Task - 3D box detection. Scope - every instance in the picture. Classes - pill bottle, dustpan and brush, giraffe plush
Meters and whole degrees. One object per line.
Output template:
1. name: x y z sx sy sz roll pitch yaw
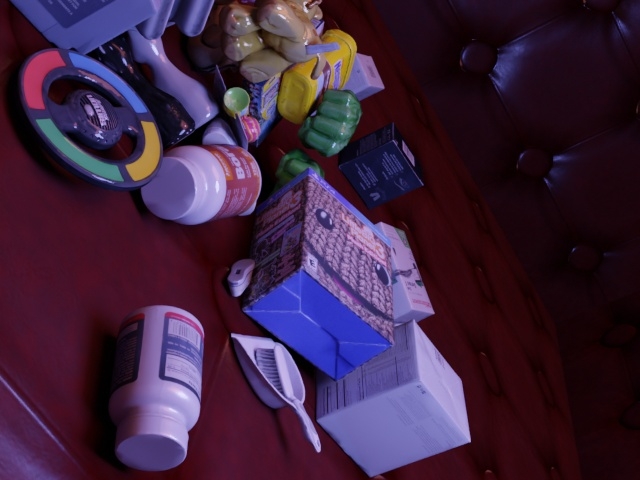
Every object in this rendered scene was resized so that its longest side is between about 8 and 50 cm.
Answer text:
1. pill bottle: -0.183 -0.087 1.422 0.121 0.121 0.216 65 20 1
2. dustpan and brush: -0.055 0.238 1.450 0.147 0.060 0.211 20 48 -63
3. pill bottle: -0.197 0.177 1.105 0.108 0.108 0.180 48 26 -38
4. giraffe plush: -0.065 -0.397 1.628 0.181 0.210 0.170 90 4 -56

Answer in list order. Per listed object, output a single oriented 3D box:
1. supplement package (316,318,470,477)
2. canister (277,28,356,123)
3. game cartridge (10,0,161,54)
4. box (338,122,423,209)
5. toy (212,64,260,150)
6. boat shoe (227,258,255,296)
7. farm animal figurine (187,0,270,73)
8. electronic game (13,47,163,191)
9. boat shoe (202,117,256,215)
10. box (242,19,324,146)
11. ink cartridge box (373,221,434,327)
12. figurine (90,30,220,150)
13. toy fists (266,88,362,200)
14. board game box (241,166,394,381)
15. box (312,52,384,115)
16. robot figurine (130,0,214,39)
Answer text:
1. supplement package: 0.127 0.283 1.643 0.194 0.203 0.149 52 23 -33
2. canister: -0.008 -0.314 1.781 0.073 0.126 0.170 30 49 12
3. game cartridge: -0.360 -0.395 1.237 0.297 0.198 0.062 50 25 -37
4. box: 0.152 -0.185 2.311 0.156 0.158 0.093 53 24 -31
5. toy: -0.141 -0.211 1.615 0.237 0.056 0.136 114 -47 -79
6. boat shoe: -0.130 0.062 1.521 0.100 0.035 0.035 -73 161 -67
7. farm animal figurine: -0.181 -0.433 1.798 0.330 0.172 0.326 59 32 -37
8. electronic game: -0.309 -0.165 1.250 0.229 0.048 0.229 34 36 -30
9. boat shoe: -0.155 -0.126 1.584 0.063 0.066 0.184 -81 152 -49
10. box: -0.076 -0.311 1.792 0.233 0.044 0.159 -53 165 -36
11. ink cartridge box: 0.166 0.084 2.129 0.160 0.093 0.219 16 51 -64
12. figurine: -0.268 -0.258 1.476 0.209 0.092 0.215 57 20 -10
13. toy fists: -0.013 -0.165 1.768 0.096 0.279 0.142 31 12 -2
14. board game box: 0.003 0.057 1.631 0.232 0.141 0.291 40 29 -26
15. box: 0.050 -0.380 2.270 0.091 0.171 0.130 67 20 2
16. robot figurine: -0.291 -0.469 1.433 0.300 0.199 0.353 -14 59 -41
